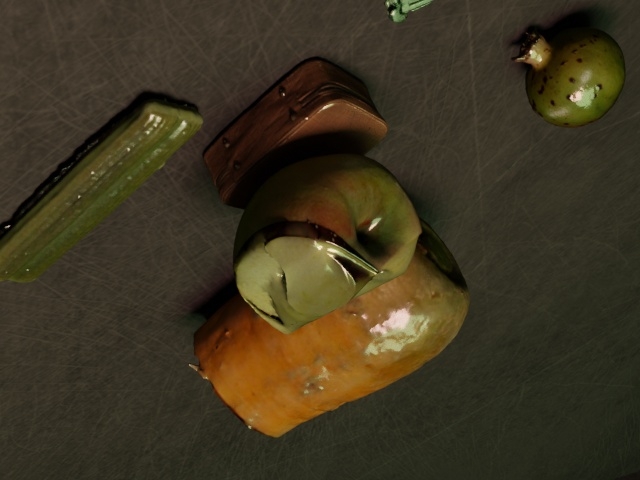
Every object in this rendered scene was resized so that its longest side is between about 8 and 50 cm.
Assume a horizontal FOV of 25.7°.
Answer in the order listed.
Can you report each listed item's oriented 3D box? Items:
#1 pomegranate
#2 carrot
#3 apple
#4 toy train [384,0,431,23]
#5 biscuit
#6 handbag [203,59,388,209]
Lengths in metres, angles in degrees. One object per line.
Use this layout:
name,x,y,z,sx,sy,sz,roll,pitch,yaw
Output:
pomegranate,0.299,-0.199,1.676,0.130,0.130,0.130,-20,152,-11
carrot,0.020,0.107,1.844,0.341,0.224,0.224,-36,151,17
apple,0.000,0.000,1.553,0.207,0.174,0.188,-6,167,-37
toy train,0.095,-0.282,1.401,0.099,0.081,0.149,-25,147,-2
biscuit,-0.260,-0.046,1.546,0.322,0.038,0.099,-40,152,24
handbag,-0.025,-0.110,1.596,0.193,0.072,0.151,-40,149,22
